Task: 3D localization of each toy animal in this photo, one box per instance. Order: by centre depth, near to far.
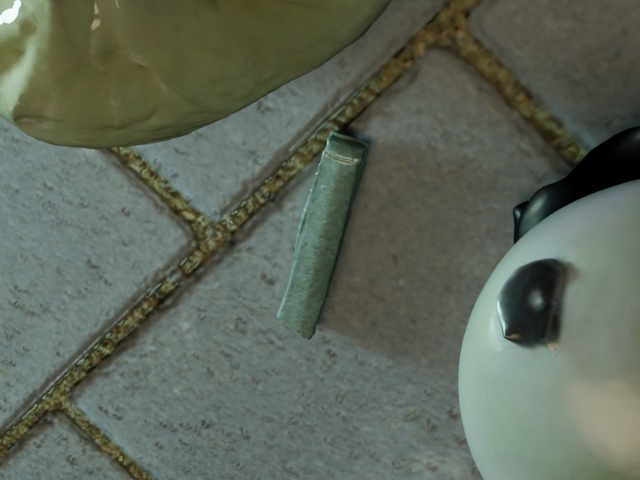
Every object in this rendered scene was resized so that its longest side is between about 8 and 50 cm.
[{"bbox_3d":[0.192,0.051,0.689,0.213,0.267,0.212,8,118,15],"label":"toy animal"}]

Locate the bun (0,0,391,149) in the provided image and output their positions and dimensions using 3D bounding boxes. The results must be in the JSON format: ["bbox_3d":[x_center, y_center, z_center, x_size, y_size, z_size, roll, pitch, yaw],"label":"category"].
[{"bbox_3d":[-0.119,-0.209,0.685,0.361,0.213,0.361,11,128,15],"label":"bun"}]

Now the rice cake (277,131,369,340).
[{"bbox_3d":[-0.001,0.000,0.881,0.033,0.029,0.170,18,126,4],"label":"rice cake"}]
